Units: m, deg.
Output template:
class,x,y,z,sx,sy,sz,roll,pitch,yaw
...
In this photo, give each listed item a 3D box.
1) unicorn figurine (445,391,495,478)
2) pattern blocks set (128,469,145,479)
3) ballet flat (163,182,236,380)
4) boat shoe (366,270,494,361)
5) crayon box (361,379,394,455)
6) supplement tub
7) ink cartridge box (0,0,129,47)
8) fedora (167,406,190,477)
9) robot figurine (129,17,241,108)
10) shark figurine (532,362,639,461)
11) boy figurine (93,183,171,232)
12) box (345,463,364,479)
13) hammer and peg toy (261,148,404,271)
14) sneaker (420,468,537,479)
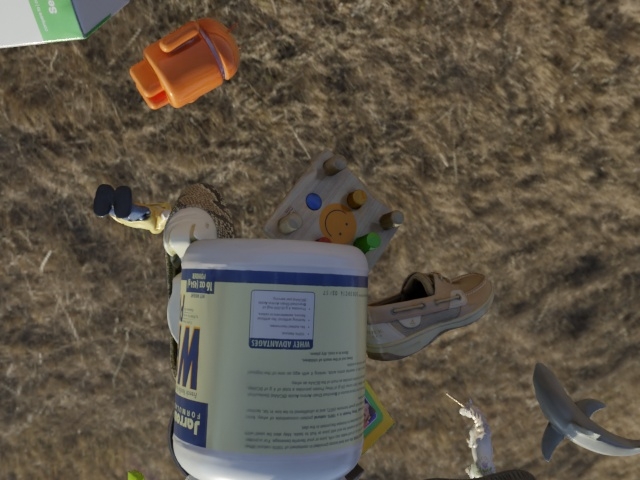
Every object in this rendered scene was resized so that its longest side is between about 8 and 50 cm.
class,x,y,z,sx,sy,sz,roll,pitch,yaw
unicorn figurine,0.251,0.325,1.069,0.060,0.162,0.111,-16,154,-1
pattern blocks set,-0.374,0.644,1.477,0.026,0.324,0.286,-16,104,-36
ballet flat,-0.264,0.082,1.420,0.163,0.483,0.182,-9,164,13
boat shoe,0.207,0.110,1.237,0.341,0.121,0.110,-22,102,-43
crayon box,-0.024,0.240,1.093,0.165,0.279,0.081,-35,-177,-31
supplement tub,-0.060,0.166,0.833,0.235,0.325,0.235,2,176,0
ink cartridge box,-0.486,-0.396,1.067,0.288,0.211,0.122,-3,125,9
fedora,-0.224,0.454,1.578,0.124,0.244,0.275,-23,147,32
robot figurine,-0.247,-0.337,1.273,0.219,0.128,0.158,-32,124,-9
shark figurine,0.503,0.336,1.181,0.278,0.166,0.116,17,168,12
boy figurine,-0.454,-0.073,1.717,0.177,0.092,0.285,5,176,15
box,-0.035,0.671,1.992,0.143,0.270,0.165,-11,135,-61
hammer and peg toy,0.000,0.000,1.451,0.266,0.127,0.361,43,63,-13
sneaker,0.212,0.413,0.981,0.221,0.083,0.118,-8,122,1
